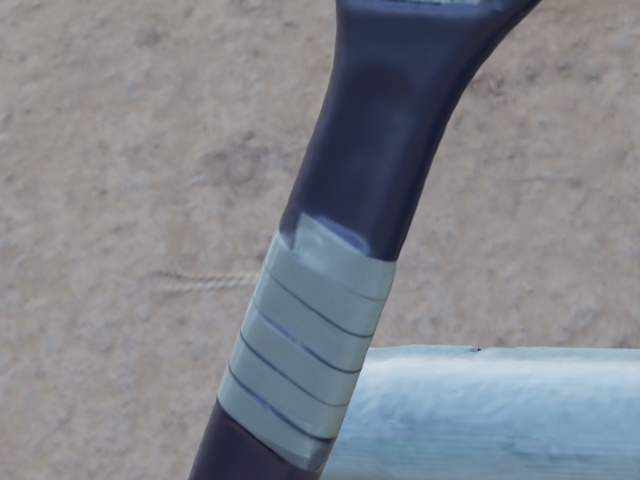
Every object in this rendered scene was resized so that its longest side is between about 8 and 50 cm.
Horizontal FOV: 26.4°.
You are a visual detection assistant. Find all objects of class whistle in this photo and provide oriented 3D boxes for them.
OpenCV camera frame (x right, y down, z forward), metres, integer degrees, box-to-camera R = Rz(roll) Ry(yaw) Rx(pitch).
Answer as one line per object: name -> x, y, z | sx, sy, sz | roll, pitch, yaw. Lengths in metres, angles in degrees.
whistle -> 0.138, 0.069, 0.496 | 0.312, 0.062, 0.062 | -1, 55, 26

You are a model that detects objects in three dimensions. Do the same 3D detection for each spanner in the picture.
spanner -> 0.000, 0.000, 0.372 | 0.087, 0.316, 0.024 | 27, 35, 10
